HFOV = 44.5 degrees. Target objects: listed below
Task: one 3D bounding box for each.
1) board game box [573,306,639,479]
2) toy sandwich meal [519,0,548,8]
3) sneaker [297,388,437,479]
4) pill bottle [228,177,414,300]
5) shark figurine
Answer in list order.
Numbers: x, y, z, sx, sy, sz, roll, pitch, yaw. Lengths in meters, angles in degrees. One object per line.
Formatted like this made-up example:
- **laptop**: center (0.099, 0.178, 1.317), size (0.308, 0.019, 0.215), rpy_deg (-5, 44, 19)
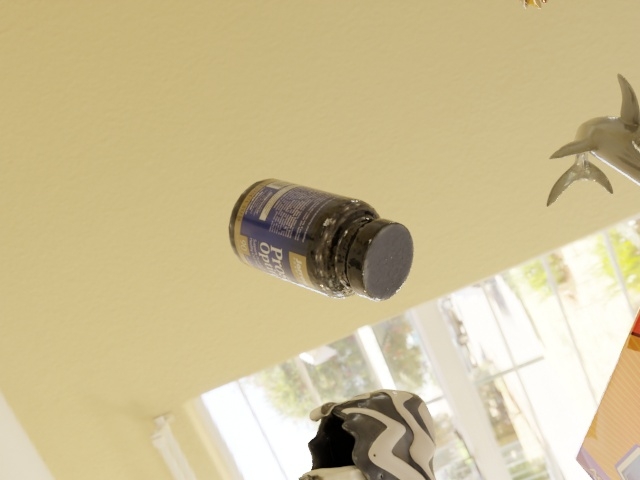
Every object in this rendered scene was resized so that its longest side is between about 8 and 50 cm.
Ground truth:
- **board game box**: center (0.449, 0.134, 0.526), size (0.356, 0.356, 0.356), rpy_deg (51, 168, 31)
- **toy sandwich meal**: center (0.230, -0.285, 0.834), size (0.085, 0.029, 0.085), rpy_deg (5, -90, -71)
- **sneaker**: center (0.049, 0.243, 0.691), size (0.153, 0.094, 0.234), rpy_deg (11, -122, -38)
- **pill bottle**: center (0.000, 0.000, 0.957), size (0.219, 0.123, 0.122), rpy_deg (17, 145, 42)
- **shark figurine**: center (0.358, -0.118, 1.057), size (0.278, 0.116, 0.166), rpy_deg (-149, 35, -85)
